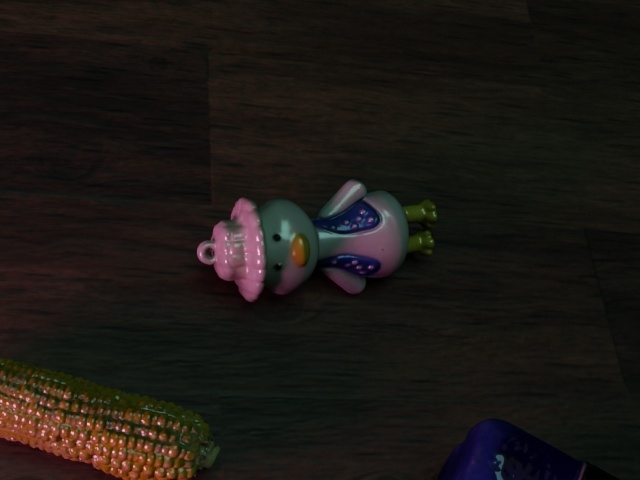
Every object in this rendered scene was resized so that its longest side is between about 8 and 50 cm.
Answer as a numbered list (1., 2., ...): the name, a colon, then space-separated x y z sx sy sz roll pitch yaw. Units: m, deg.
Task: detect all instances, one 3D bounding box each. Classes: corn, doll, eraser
1. corn: -0.242 0.180 1.039 0.288 0.086 0.086 18 55 -4
2. doll: 0.000 0.000 1.206 0.293 0.138 0.119 -5 19 -22
3. eraser: 0.282 0.310 1.060 0.332 0.155 0.101 28 56 3
